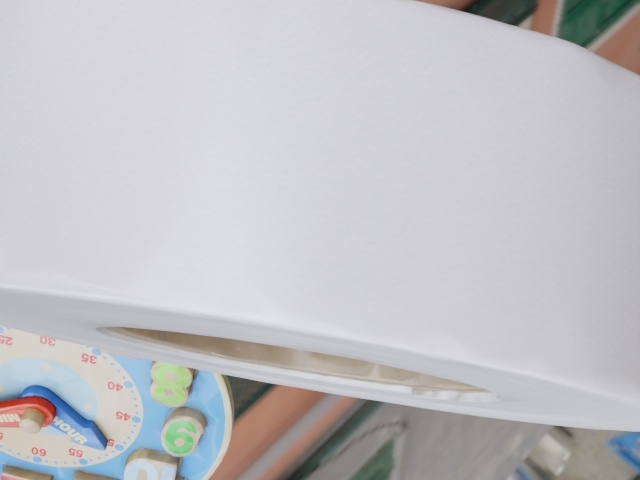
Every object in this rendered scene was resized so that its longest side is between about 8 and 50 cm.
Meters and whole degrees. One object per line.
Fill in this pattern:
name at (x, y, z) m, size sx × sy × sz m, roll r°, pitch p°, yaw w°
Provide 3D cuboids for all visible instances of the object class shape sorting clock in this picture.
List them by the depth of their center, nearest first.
shape sorting clock at (-0.149, 0.084, 0.693) m, size 0.206 × 0.040 × 0.206 m, roll 5°, pitch 134°, yaw 5°

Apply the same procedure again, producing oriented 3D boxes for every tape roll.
tape roll at (0.000, 0.000, 0.485) m, size 0.286 × 0.100 × 0.286 m, roll 9°, pitch 170°, yaw 2°
